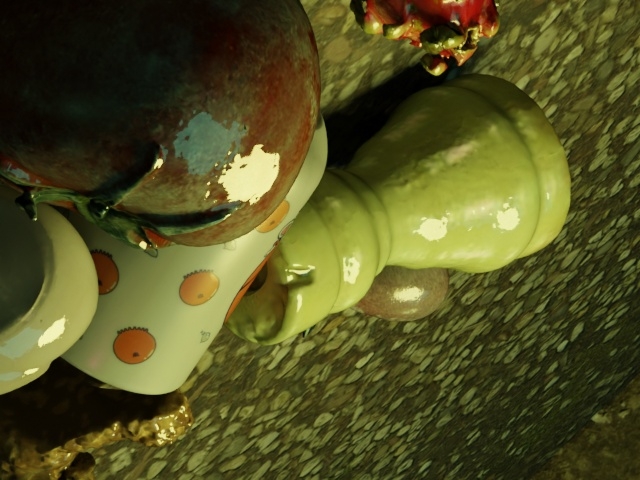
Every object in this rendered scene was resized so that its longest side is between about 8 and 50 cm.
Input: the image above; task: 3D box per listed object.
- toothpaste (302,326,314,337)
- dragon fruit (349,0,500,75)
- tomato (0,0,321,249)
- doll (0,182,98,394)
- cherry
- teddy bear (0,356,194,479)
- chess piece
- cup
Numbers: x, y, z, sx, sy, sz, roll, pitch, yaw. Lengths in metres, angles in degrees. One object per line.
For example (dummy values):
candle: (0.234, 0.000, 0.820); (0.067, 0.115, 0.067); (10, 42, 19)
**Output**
toothpaste: (-0.011, 0.102, 2.538); (0.027, 0.019, 0.083); (-49, 165, -30)
dragon fruit: (0.108, -0.266, 1.944); (0.166, 0.172, 0.160); (-3, 134, -53)
tomato: (-0.156, -0.130, 1.609); (0.283, 0.316, 0.317); (-70, 158, -11)
doll: (-0.333, 0.062, 1.804); (0.251, 0.221, 0.221); (-12, 150, -3)
cherry: (0.071, 0.029, 2.372); (0.148, 0.188, 0.115); (-34, 142, -14)
teddy bear: (-0.269, 0.231, 2.121); (0.296, 0.246, 0.222); (-14, 134, 5)
chess piece: (0.066, -0.030, 2.165); (0.442, 0.234, 0.234); (-23, 148, -41)
cup: (-0.144, -0.032, 1.903); (0.212, 0.212, 0.317); (0, 131, -56)
